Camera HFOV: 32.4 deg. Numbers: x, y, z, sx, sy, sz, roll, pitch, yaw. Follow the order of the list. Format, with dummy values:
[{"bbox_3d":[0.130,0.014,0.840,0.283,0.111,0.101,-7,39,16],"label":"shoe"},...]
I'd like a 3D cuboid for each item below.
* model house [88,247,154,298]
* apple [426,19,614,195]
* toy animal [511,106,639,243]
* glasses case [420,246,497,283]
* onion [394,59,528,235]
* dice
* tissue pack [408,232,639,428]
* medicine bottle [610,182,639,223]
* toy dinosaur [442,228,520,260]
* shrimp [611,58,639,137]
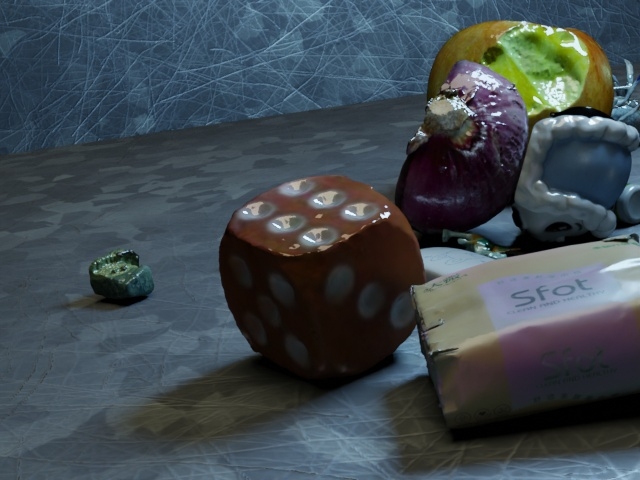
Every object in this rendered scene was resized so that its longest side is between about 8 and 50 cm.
[{"bbox_3d":[-0.282,0.051,1.615,0.083,0.066,0.079,7,21,40],"label":"model house"},{"bbox_3d":[0.355,-0.239,1.974,0.340,0.339,0.339,-7,14,2],"label":"apple"},{"bbox_3d":[0.375,-0.092,1.624,0.156,0.204,0.208,13,1,16],"label":"toy animal"},{"bbox_3d":[0.176,0.049,1.413,0.092,0.059,0.233,-14,15,-22],"label":"glasses case"},{"bbox_3d":[0.227,-0.101,1.693,0.159,0.267,0.348,24,-18,13],"label":"onion"},{"bbox_3d":[0.002,0.036,1.242,0.174,0.179,0.175,-29,31,-31],"label":"dice"},{"bbox_3d":[0.228,0.091,1.102,0.257,0.122,0.215,-14,16,2],"label":"tissue pack"},{"bbox_3d":[0.420,-0.084,1.759,0.061,0.092,0.221,-20,18,-28],"label":"medicine bottle"},{"bbox_3d":[0.236,0.010,1.590,0.106,0.044,0.187,4,-1,20],"label":"toy dinosaur"},{"bbox_3d":[0.538,-0.261,2.305,0.411,0.165,0.221,-14,12,26],"label":"shrimp"}]
